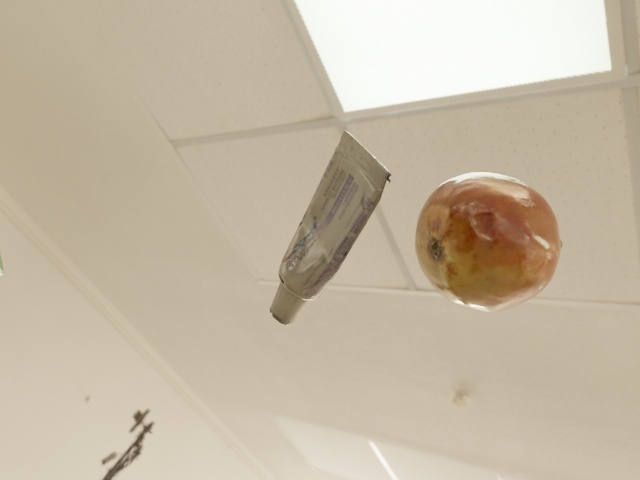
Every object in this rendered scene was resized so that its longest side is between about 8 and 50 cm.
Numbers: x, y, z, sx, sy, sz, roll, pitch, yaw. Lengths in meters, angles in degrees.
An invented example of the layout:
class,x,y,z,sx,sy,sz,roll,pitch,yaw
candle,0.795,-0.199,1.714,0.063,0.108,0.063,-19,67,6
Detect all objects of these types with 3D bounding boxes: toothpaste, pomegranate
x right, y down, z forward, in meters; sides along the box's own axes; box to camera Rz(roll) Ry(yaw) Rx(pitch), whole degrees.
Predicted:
class,x,y,z,sx,sy,sz,roll,pitch,yaw
toothpaste,0.002,0.001,0.750,0.099,0.068,0.282,35,-61,15
pomegranate,0.312,0.002,0.999,0.270,0.252,0.229,-4,-50,-21

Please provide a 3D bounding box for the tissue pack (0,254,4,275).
class,x,y,z,sx,sy,sz,roll,pitch,yaw
tissue pack,-0.361,-0.068,0.430,0.156,0.148,0.209,127,-53,-69
